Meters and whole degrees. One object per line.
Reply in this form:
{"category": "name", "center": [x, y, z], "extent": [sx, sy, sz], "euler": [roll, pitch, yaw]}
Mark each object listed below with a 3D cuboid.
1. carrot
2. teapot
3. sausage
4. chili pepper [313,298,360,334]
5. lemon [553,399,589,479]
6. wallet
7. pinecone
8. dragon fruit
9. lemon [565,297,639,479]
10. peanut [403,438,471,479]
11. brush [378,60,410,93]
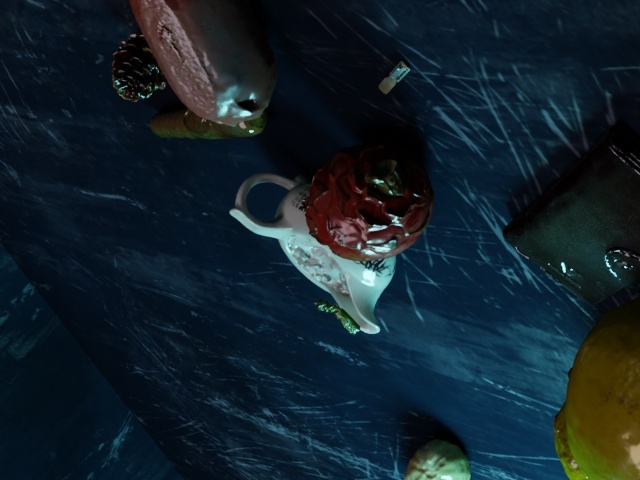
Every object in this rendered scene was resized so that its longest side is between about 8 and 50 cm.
{"category": "carrot", "center": [-0.198, -0.192, 1.961], "extent": [0.342, 0.070, 0.070], "euler": [4, 135, 54]}
{"category": "teapot", "center": [0.000, 0.000, 1.892], "extent": [0.299, 0.166, 0.208], "euler": [33, 166, -4]}
{"category": "sausage", "center": [-0.158, -0.282, 1.671], "extent": [0.152, 0.152, 0.280], "euler": [11, 138, 47]}
{"category": "chili pepper", "center": [0.027, 0.113, 1.867], "extent": [0.083, 0.022, 0.027], "euler": [37, 158, -8]}
{"category": "lemon", "center": [0.427, 0.282, 1.689], "extent": [0.231, 0.192, 0.192], "euler": [45, 154, -5]}
{"category": "wallet", "center": [0.348, -0.015, 1.506], "extent": [0.172, 0.045, 0.318], "euler": [42, 156, 2]}
{"category": "pinecone", "center": [-0.282, -0.267, 1.905], "extent": [0.102, 0.109, 0.102], "euler": [25, 158, 11]}
{"category": "dragon fruit", "center": [0.068, -0.055, 1.689], "extent": [0.172, 0.172, 0.209], "euler": [50, 152, -18]}
{"category": "lemon", "center": [0.440, 0.202, 1.442], "extent": [0.297, 0.297, 0.297], "euler": [32, 153, 19]}
{"category": "peanut", "center": [0.224, 0.483, 2.359], "extent": [0.130, 0.130, 0.290], "euler": [31, 154, 22]}
{"category": "brush", "center": [0.094, -0.210, 1.588], "extent": [0.016, 0.013, 0.083], "euler": [41, 156, -4]}
